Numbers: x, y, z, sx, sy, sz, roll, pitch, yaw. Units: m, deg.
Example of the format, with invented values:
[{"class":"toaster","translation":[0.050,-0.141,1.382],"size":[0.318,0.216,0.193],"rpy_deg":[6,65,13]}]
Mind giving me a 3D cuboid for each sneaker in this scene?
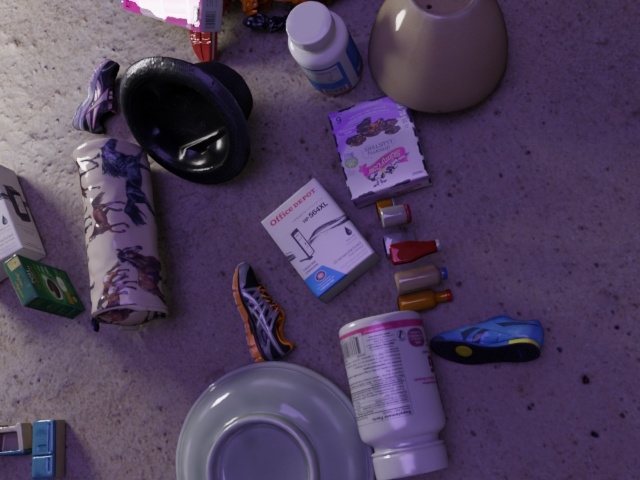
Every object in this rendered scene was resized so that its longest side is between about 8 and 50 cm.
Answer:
[{"class":"sneaker","translation":[-0.224,-0.514,1.744],"size":[0.087,0.128,0.221],"rpy_deg":[21,120,42]},{"class":"sneaker","translation":[-0.494,-0.323,1.788],"size":[0.077,0.072,0.178],"rpy_deg":[23,92,7]},{"class":"sneaker","translation":[0.312,0.182,1.459],"size":[0.209,0.069,0.082],"rpy_deg":[-5,43,23]},{"class":"sneaker","translation":[-0.117,0.143,1.568],"size":[0.083,0.084,0.215],"rpy_deg":[-20,84,11]}]

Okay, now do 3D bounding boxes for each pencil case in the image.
[{"class":"pencil case","translation":[-0.423,-0.018,1.636],"size":[0.183,0.160,0.410],"rpy_deg":[-35,61,50]}]

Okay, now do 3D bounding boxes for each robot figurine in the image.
[{"class":"robot figurine","translation":[-0.068,-0.579,1.695],"size":[0.291,0.085,0.211],"rpy_deg":[-16,104,11]}]

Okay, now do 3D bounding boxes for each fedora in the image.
[{"class":"fedora","translation":[-0.257,-0.276,1.641],"size":[0.334,0.334,0.152],"rpy_deg":[25,49,19]}]

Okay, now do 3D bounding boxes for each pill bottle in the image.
[{"class":"pill bottle","translation":[0.006,-0.391,1.579],"size":[0.124,0.221,0.124],"rpy_deg":[-3,76,14]},{"class":"pill bottle","translation":[0.138,0.283,1.423],"size":[0.160,0.160,0.283],"rpy_deg":[-15,75,11]}]

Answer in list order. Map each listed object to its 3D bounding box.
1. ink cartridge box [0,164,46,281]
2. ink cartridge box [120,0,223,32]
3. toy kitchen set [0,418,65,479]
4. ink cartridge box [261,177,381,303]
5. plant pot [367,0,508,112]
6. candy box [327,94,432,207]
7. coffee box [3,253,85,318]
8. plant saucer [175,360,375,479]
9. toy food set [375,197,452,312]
[{"class":"ink cartridge box","translation":[-0.754,-0.035,1.764],"size":[0.172,0.100,0.237],"rpy_deg":[-29,72,6]},{"class":"ink cartridge box","translation":[-0.351,-0.580,1.707],"size":[0.371,0.069,0.176],"rpy_deg":[27,120,38]},{"class":"toy kitchen set","translation":[-0.661,0.437,1.597],"size":[0.207,0.166,0.122],"rpy_deg":[-9,75,13]},{"class":"ink cartridge box","translation":[0.000,0.000,1.564],"size":[0.148,0.086,0.203],"rpy_deg":[-40,72,4]},{"class":"plant pot","translation":[0.232,-0.420,1.507],"size":[0.284,0.191,0.284],"rpy_deg":[-2,64,3]},{"class":"candy box","translation":[0.121,-0.185,1.581],"size":[0.165,0.070,0.196],"rpy_deg":[-18,73,10]},{"class":"coffee box","translation":[-0.581,0.100,1.643],"size":[0.040,0.184,0.113],"rpy_deg":[-35,72,4]},{"class":"plant saucer","translation":[-0.099,0.430,1.461],"size":[0.400,0.100,0.400],"rpy_deg":[-1,84,13]},{"class":"toy food set","translation":[0.182,0.016,1.503],"size":[0.104,0.111,0.232],"rpy_deg":[-11,74,0]}]
